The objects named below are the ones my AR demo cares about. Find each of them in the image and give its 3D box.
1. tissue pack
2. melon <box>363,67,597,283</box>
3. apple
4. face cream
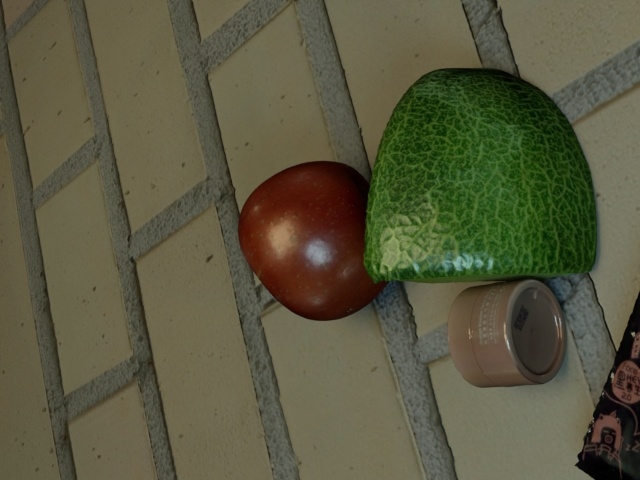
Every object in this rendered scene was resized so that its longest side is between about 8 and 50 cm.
[{"bbox_3d":[0.477,0.194,1.492,0.245,0.123,0.332,34,112,48],"label":"tissue pack"},{"bbox_3d":[0.221,-0.101,1.747,0.331,0.226,0.343,-6,79,6],"label":"melon"},{"bbox_3d":[0.000,0.000,1.917,0.216,0.260,0.260,-33,60,12],"label":"apple"},{"bbox_3d":[0.264,0.132,1.699,0.104,0.149,0.149,-10,77,43],"label":"face cream"}]
